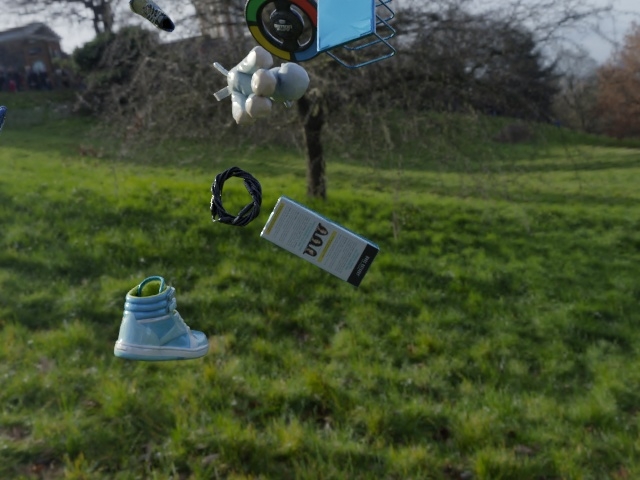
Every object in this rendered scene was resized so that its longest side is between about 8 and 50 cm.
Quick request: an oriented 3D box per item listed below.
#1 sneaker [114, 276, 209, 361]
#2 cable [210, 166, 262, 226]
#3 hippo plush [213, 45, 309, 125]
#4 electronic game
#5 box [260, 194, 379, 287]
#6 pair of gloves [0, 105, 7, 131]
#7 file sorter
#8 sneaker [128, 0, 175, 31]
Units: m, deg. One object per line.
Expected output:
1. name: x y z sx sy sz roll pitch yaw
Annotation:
1. sneaker: -0.386 0.200 1.811 0.127 0.208 0.319 4 -4 25
2. cable: -0.244 -0.133 2.049 0.151 0.184 0.047 1 -19 10
3. hippo plush: -0.170 -0.480 2.276 0.237 0.234 0.294 0 -3 -39
4. electronic game: -0.087 -0.554 1.795 0.229 0.229 0.048 -4 48 36
5. box: 0.000 0.000 1.542 0.244 0.100 0.060 28 11 -3
6. pair of gloves: -0.736 -0.218 1.566 0.023 0.159 0.198 18 -7 -23
7. file sorter: 0.072 -0.422 1.300 0.118 0.170 0.104 -10 -18 35
8. sneaker: -0.386 -0.528 1.631 0.058 0.052 0.135 40 10 29
